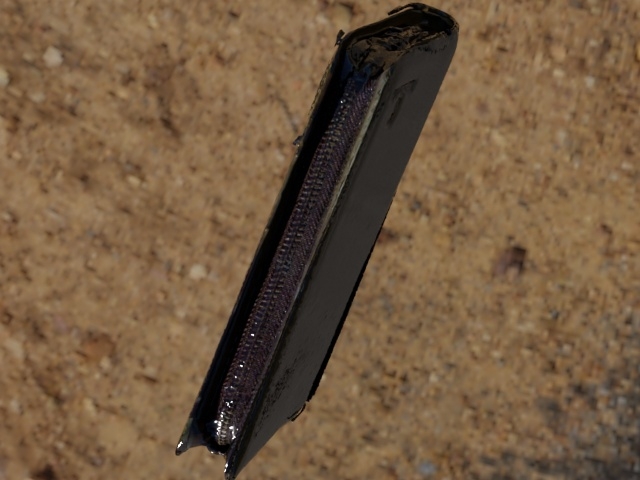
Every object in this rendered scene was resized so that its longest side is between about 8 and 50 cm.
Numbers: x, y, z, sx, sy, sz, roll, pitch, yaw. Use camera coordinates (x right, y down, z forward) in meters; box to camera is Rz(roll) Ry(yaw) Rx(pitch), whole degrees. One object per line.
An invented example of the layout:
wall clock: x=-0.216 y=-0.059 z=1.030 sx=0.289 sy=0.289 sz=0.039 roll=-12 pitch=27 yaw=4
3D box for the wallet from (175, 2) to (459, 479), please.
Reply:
wallet: x=0.000 y=0.000 z=0.602 sx=0.031 sy=0.110 sz=0.198 roll=27 pitch=112 yaw=12
